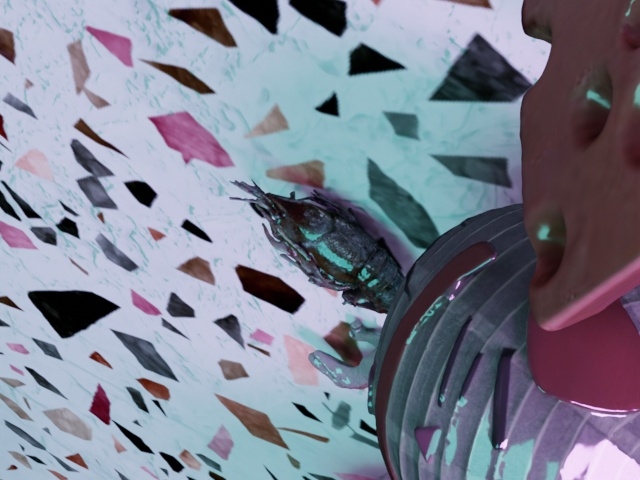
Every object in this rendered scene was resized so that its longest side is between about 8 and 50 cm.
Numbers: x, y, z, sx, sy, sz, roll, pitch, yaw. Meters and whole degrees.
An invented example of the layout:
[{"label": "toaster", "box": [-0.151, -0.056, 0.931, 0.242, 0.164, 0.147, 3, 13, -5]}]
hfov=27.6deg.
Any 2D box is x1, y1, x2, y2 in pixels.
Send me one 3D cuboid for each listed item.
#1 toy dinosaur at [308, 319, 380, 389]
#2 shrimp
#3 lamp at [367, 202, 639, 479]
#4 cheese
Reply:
[{"label": "toy dinosaur", "box": [0.111, 0.155, 1.113, 0.242, 0.053, 0.167, 38, 151, -7]}, {"label": "shrimp", "box": [0.000, 0.000, 0.999, 0.165, 0.056, 0.065, 36, 156, 2]}, {"label": "lamp", "box": [0.147, 0.098, 0.816, 0.233, 0.233, 0.265, 14, 124, 32]}, {"label": "cheese", "box": [0.166, -0.081, 0.638, 0.177, 0.203, 0.128, 63, 154, 13]}]
